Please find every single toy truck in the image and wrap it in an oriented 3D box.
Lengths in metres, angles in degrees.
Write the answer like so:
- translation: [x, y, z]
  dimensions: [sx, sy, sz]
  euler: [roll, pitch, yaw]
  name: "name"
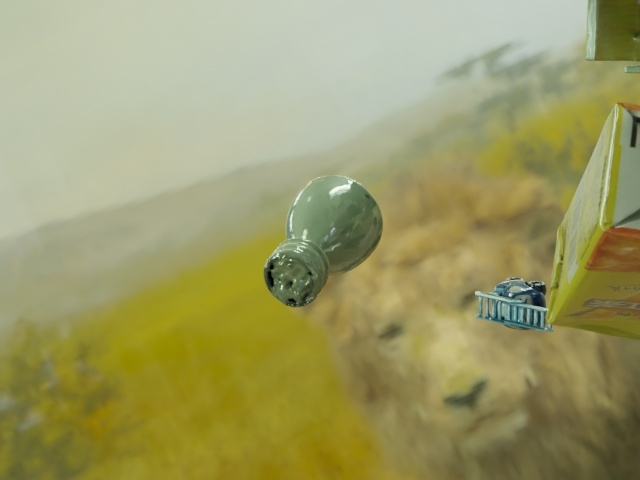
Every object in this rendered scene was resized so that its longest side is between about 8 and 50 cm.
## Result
- translation: [0.258, 0.085, 2.137]
  dimensions: [0.074, 0.063, 0.136]
  euler: [-8, 11, -38]
  name: "toy truck"

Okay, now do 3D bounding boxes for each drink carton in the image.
- translation: [0.289, 0.000, 1.435]
  dimensions: [0.154, 0.111, 0.351]
  euler: [9, -15, 3]
  name: "drink carton"

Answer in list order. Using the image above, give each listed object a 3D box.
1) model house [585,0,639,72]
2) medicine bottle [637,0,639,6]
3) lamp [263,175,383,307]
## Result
- translation: [0.298, -0.325, 1.946]
  dimensions: [0.323, 0.300, 0.340]
  euler: [-1, 6, -35]
  name: "model house"
- translation: [0.365, -0.271, 1.741]
  dimensions: [0.105, 0.168, 0.105]
  euler: [-28, 8, 4]
  name: "medicine bottle"
- translation: [0.000, 0.000, 1.811]
  dimensions: [0.106, 0.106, 0.193]
  euler: [-22, 14, 28]
  name: "lamp"
